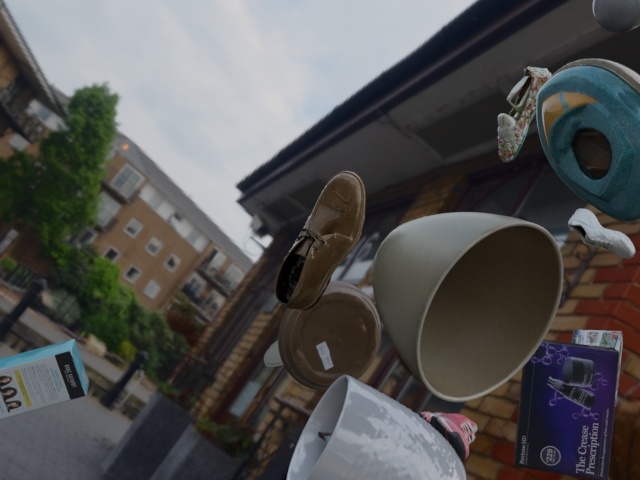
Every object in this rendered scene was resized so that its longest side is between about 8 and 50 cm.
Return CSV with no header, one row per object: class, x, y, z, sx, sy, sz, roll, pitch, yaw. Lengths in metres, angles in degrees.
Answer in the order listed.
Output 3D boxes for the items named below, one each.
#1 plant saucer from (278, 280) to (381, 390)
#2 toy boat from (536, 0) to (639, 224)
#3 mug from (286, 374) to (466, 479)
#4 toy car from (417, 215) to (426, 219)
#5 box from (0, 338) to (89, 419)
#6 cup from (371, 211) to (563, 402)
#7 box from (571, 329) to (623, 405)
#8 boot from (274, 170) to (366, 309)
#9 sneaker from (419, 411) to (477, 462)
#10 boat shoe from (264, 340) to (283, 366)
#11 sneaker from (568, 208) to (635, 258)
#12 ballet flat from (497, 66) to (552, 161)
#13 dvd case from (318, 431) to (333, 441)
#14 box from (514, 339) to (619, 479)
plant saucer,0.031,0.239,1.785,0.278,0.278,0.041,41,-10,-21
toy boat,0.384,-0.193,0.958,0.267,0.148,0.318,-122,-150,-44
mug,0.110,0.531,1.567,0.328,0.374,0.276,29,-2,-6
toy car,0.256,0.061,1.533,0.210,0.219,0.238,-12,-82,59
box,-0.574,0.271,1.366,0.060,0.244,0.100,-126,-157,-70
cup,0.227,0.083,1.286,0.237,0.331,0.331,34,-11,50
box,0.648,0.297,1.715,0.114,0.207,0.036,-1,-52,30
boot,0.000,0.000,1.448,0.112,0.305,0.115,25,3,20
sneaker,0.356,0.500,1.908,0.136,0.116,0.314,-8,-2,-6
boat shoe,-0.074,0.352,2.407,0.079,0.254,0.095,29,30,-54
sneaker,0.598,-0.004,1.552,0.152,0.061,0.053,38,-34,22
ballet flat,0.475,-0.311,1.748,0.077,0.241,0.091,22,7,-18
dvd case,0.045,0.437,1.598,0.087,0.013,0.119,8,-12,-8
box,0.505,0.343,1.498,0.184,0.261,0.103,5,-2,17
